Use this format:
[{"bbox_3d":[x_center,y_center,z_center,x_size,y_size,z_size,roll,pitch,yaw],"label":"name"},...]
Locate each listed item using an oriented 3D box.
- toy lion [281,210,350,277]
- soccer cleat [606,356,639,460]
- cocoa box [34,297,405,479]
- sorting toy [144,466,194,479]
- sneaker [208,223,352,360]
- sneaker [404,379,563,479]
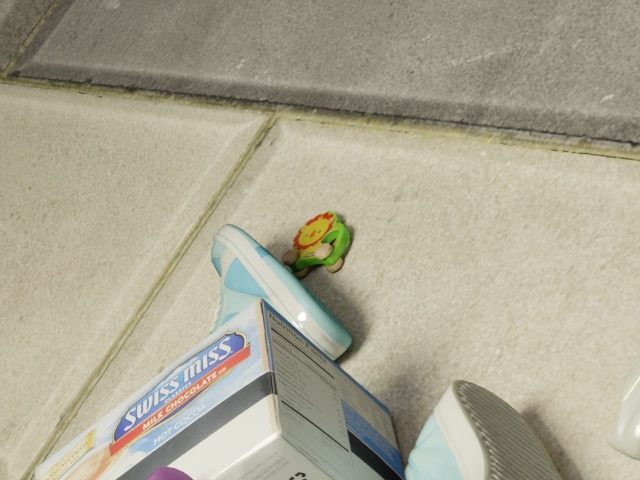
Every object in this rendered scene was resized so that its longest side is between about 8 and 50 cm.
[{"bbox_3d":[0.000,0.000,2.254,0.100,0.034,0.096,-10,40,46],"label":"toy lion"},{"bbox_3d":[0.328,0.116,1.672,0.076,0.068,0.196,4,61,57],"label":"soccer cleat"},{"bbox_3d":[-0.108,0.279,1.873,0.347,0.231,0.228,-37,31,17],"label":"cocoa box"},{"bbox_3d":[-0.054,0.375,1.675,0.127,0.365,0.126,-35,-18,-54],"label":"sorting toy"},{"bbox_3d":[-0.110,0.111,2.172,0.208,0.127,0.319,-47,30,0],"label":"sneaker"},{"bbox_3d":[0.158,0.281,1.650,0.150,0.135,0.366,-61,14,19],"label":"sneaker"}]
